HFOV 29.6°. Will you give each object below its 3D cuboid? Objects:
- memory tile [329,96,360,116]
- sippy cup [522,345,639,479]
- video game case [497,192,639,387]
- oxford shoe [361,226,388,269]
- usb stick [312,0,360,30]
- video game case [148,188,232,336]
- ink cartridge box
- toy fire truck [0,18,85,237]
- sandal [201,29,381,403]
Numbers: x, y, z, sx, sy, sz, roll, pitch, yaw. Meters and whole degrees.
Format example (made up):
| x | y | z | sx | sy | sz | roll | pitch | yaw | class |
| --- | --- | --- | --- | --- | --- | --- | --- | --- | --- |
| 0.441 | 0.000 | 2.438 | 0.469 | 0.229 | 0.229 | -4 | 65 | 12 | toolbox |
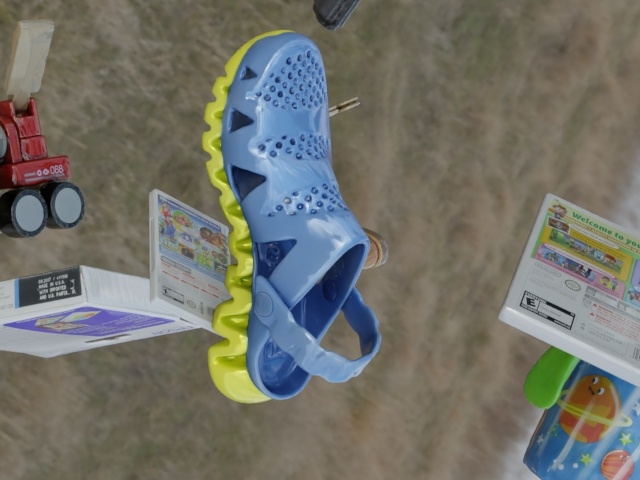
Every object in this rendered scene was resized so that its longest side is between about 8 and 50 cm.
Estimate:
| x | y | z | sx | sy | sz | roll | pitch | yaw | class |
| --- | --- | --- | --- | --- | --- | --- | --- | --- | --- |
| -0.021 | -0.167 | 1.690 | 0.113 | 0.012 | 0.148 | -27 | -172 | -31 | memory tile |
| 0.385 | 0.241 | 1.547 | 0.224 | 0.305 | 0.240 | -56 | 179 | 0 | sippy cup |
| 0.300 | 0.058 | 1.226 | 0.193 | 0.212 | 0.023 | -60 | 174 | -45 | video game case |
| 0.000 | 0.000 | 1.896 | 0.076 | 0.212 | 0.076 | -19 | 114 | -46 | oxford shoe |
| 0.077 | -0.416 | 1.684 | 0.045 | 0.077 | 0.278 | 13 | 128 | -37 | usb stick |
| -0.112 | 0.020 | 1.051 | 0.087 | 0.122 | 0.011 | 29 | 129 | -36 | video game case |
| -0.257 | 0.074 | 1.201 | 0.208 | 0.206 | 0.045 | 24 | 57 | -63 | ink cartridge box |
| -0.383 | -0.122 | 1.403 | 0.217 | 0.159 | 0.246 | -17 | 101 | -54 | toy fire truck |
| -0.012 | -0.011 | 0.983 | 0.126 | 0.138 | 0.317 | -18 | 111 | -45 | sandal |
